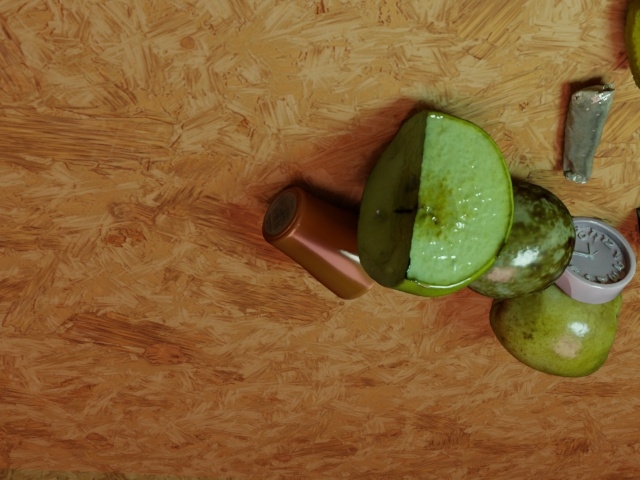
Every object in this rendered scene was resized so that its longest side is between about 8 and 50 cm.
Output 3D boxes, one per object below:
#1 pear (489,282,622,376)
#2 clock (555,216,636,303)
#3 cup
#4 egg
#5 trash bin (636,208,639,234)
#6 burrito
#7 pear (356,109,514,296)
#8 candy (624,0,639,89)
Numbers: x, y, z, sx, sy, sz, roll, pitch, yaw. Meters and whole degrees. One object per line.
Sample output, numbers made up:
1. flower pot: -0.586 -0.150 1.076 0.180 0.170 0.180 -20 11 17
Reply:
1. pear: 0.555 0.181 2.144 0.304 0.303 0.304 -4 146 -3
2. clock: 0.602 0.043 2.024 0.197 0.196 0.068 2 144 -13
3. cup: 0.000 0.000 1.915 0.264 0.182 0.226 32 163 -33
4. egg: 0.396 0.007 1.870 0.238 0.289 0.238 27 137 28
5. trash bin: 0.853 -0.014 2.013 0.241 0.164 0.122 -17 145 14
6. burrito: 0.520 -0.209 1.764 0.082 0.059 0.275 -3 146 7
7. pear: 0.206 -0.048 1.751 0.239 0.342 0.318 13 169 -19
8. candy: 0.570 -0.338 1.545 0.094 0.106 0.199 -34 135 9
